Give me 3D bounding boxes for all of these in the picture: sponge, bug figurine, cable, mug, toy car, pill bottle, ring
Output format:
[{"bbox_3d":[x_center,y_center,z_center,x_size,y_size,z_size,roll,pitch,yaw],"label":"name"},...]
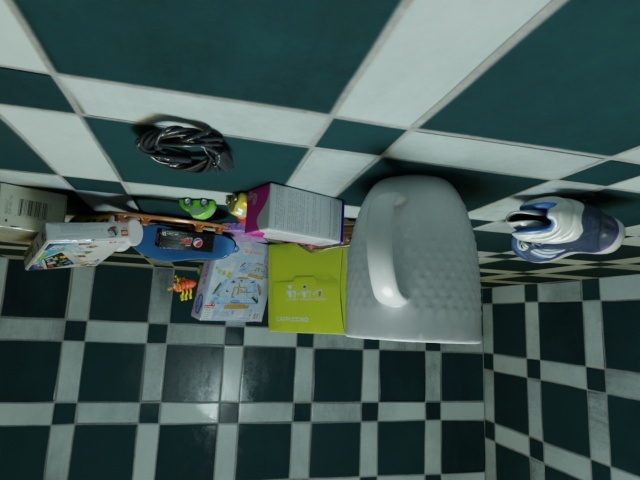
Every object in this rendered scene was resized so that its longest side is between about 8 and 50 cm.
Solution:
[{"bbox_3d":[-0.256,-0.025,1.573,0.117,0.031,0.210,2,171,4],"label":"sponge"},{"bbox_3d":[-0.498,0.073,1.704,0.216,0.279,0.072,-13,157,-41],"label":"bug figurine"},{"bbox_3d":[-0.235,-0.158,0.778,0.150,0.047,0.184,6,173,8],"label":"cable"},{"bbox_3d":[0.172,0.033,0.921,0.275,0.329,0.374,-2,169,25],"label":"mug"},{"bbox_3d":[-0.262,-0.076,1.205,0.224,0.053,0.239,2,170,1],"label":"toy car"},{"bbox_3d":[-0.670,-0.024,1.425,0.214,0.118,0.117,-1,170,16],"label":"pill bottle"},{"bbox_3d":[-0.429,-0.049,1.311,0.336,0.032,0.336,7,180,0],"label":"ring"}]

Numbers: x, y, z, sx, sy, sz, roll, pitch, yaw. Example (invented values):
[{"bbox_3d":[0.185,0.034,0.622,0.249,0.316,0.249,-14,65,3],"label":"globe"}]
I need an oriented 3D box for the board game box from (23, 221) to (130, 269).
[{"bbox_3d":[-0.662,0.018,1.231,0.192,0.053,0.305,-2,166,-42],"label":"board game box"}]

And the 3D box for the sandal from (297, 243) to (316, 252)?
[{"bbox_3d":[0.002,0.000,1.484,0.302,0.087,0.120,6,170,-21],"label":"sandal"}]

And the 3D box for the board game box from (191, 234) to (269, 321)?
[{"bbox_3d":[-0.319,0.151,1.762,0.065,0.318,0.318,13,178,38],"label":"board game box"}]

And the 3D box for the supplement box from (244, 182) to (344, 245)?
[{"bbox_3d":[-0.060,-0.055,1.104,0.219,0.114,0.111,9,170,-38],"label":"supplement box"}]

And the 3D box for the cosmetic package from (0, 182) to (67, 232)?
[{"bbox_3d":[-0.832,-0.064,1.253,0.309,0.113,0.160,-6,168,43],"label":"cosmetic package"}]

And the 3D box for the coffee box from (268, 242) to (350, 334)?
[{"bbox_3d":[0.021,0.186,1.779,0.337,0.339,0.334,-4,172,28],"label":"coffee box"}]

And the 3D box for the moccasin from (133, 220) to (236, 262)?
[{"bbox_3d":[-0.453,0.019,1.531,0.341,0.138,0.117,10,-175,2],"label":"moccasin"}]

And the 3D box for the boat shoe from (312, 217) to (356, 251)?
[{"bbox_3d":[0.126,-0.006,1.364,0.306,0.105,0.111,2,170,4],"label":"boat shoe"}]

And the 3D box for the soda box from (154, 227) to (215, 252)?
[{"bbox_3d":[-0.413,0.000,1.398,0.168,0.060,0.053,8,-176,-34],"label":"soda box"}]

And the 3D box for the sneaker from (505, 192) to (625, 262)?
[{"bbox_3d":[0.518,-0.034,1.106,0.236,0.130,0.322,16,171,-17],"label":"sneaker"}]
